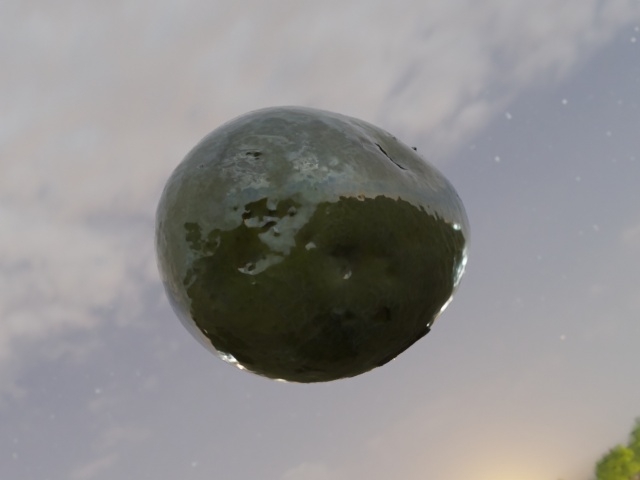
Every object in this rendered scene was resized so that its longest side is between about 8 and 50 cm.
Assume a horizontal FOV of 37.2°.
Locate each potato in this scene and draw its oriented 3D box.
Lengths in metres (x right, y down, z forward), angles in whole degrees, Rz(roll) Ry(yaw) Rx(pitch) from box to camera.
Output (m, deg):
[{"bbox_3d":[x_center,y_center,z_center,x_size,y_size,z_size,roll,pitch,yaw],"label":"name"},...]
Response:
[{"bbox_3d":[0.000,0.000,0.609,0.235,0.178,0.160,-1,-7,-38],"label":"potato"}]
